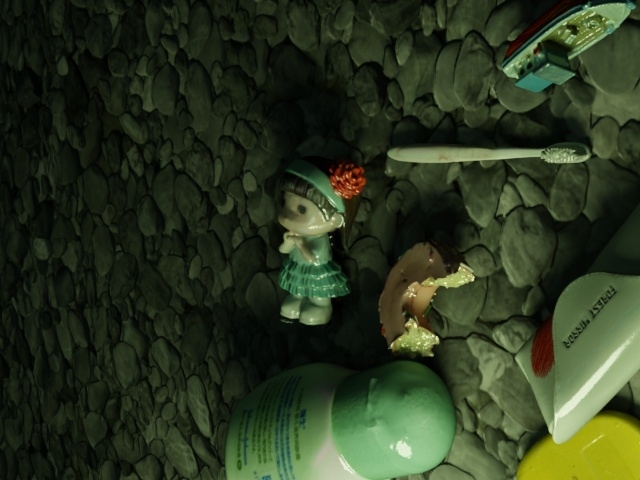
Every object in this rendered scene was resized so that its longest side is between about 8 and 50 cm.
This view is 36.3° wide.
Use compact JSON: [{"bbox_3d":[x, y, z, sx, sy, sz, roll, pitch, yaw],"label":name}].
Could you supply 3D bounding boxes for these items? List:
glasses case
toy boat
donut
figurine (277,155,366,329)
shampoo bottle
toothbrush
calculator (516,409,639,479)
[{"bbox_3d":[0.309,0.077,1.045,0.308,0.083,0.128,-57,47,26],"label":"glasses case"},{"bbox_3d":[0.273,-0.221,1.077,0.173,0.069,0.059,-36,54,43],"label":"toy boat"},{"bbox_3d":[0.130,0.064,1.252,0.166,0.065,0.117,-57,34,29],"label":"donut"},{"bbox_3d":[0.000,0.000,1.370,0.138,0.110,0.246,15,108,35],"label":"figurine"},{"bbox_3d":[0.029,0.260,1.317,0.349,0.151,0.222,-26,48,41],"label":"shampoo bottle"},{"bbox_3d":[0.193,-0.107,1.203,0.307,0.029,0.025,6,105,47],"label":"toothbrush"},{"bbox_3d":[0.300,0.287,1.125,0.235,0.032,0.146,-51,58,36],"label":"calculator"}]
